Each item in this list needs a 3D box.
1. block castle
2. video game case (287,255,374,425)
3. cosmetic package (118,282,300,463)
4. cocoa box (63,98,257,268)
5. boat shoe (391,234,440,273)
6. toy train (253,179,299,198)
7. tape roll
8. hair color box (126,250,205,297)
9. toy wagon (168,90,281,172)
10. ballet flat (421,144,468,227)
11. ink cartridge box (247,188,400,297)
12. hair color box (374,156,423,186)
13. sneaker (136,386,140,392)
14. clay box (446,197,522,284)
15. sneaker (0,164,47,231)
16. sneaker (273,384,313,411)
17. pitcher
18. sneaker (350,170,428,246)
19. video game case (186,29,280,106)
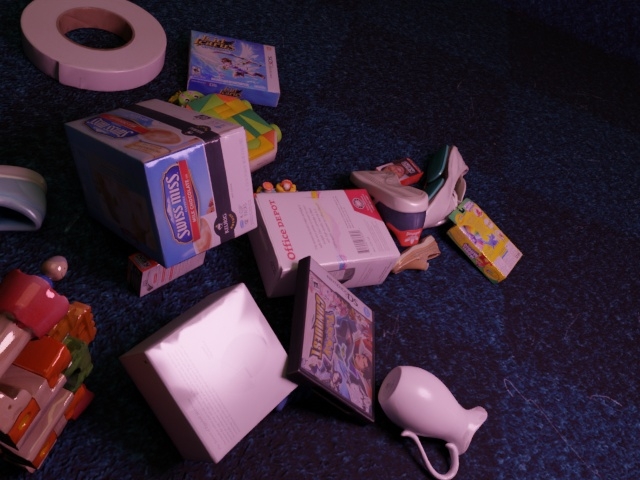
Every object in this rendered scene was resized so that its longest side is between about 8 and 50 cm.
[{"bbox_3d":[-0.498,0.149,0.844,0.303,0.453,0.213,25,55,1],"label":"block castle"},{"bbox_3d":[0.032,0.204,1.199,0.248,0.035,0.275,43,35,-35],"label":"video game case"},{"bbox_3d":[-0.195,0.236,1.050,0.225,0.138,0.224,-36,99,-41],"label":"cosmetic package"},{"bbox_3d":[-0.335,-0.134,1.213,0.228,0.231,0.347,-28,38,-36],"label":"cocoa box"},{"bbox_3d":[0.250,0.048,1.495,0.190,0.068,0.072,-29,78,-38],"label":"boat shoe"},{"bbox_3d":[-0.088,-0.116,1.487,0.166,0.046,0.125,-11,41,-28],"label":"toy train"},{"bbox_3d":[-0.639,-0.574,1.652,0.392,0.072,0.392,12,48,-13],"label":"tape roll"},{"bbox_3d":[-0.327,0.042,1.244,0.053,0.093,0.167,44,49,17],"label":"hair color box"},{"bbox_3d":[-0.281,-0.313,1.578,0.344,0.068,0.267,42,49,15],"label":"toy wagon"},{"bbox_3d":[0.348,-0.130,1.652,0.139,0.139,0.400,29,46,3],"label":"ballet flat"},{"bbox_3d":[0.000,0.000,1.386,0.306,0.131,0.226,-5,54,-24],"label":"ink cartridge box"},{"bbox_3d":[0.226,-0.193,1.699,0.141,0.043,0.072,-23,64,-34],"label":"hair color box"},{"bbox_3d":[-0.262,0.241,1.131,0.209,0.069,0.082,-21,88,-40],"label":"sneaker"},{"bbox_3d":[0.440,-0.002,1.590,0.222,0.053,0.127,48,50,4],"label":"clay box"},{"bbox_3d":[-0.736,-0.069,1.144,0.366,0.135,0.150,-6,51,-25],"label":"sneaker"},{"bbox_3d":[-0.041,0.297,1.173,0.059,0.053,0.144,40,49,10],"label":"sneaker"},{"bbox_3d":[0.215,0.368,1.183,0.207,0.125,0.177,33,62,-8],"label":"pitcher"},{"bbox_3d":[0.165,-0.088,1.521,0.131,0.148,0.350,-5,22,-14],"label":"sneaker"},{"bbox_3d":[-0.266,-0.525,1.769,0.269,0.061,0.244,5,49,-18],"label":"video game case"}]
